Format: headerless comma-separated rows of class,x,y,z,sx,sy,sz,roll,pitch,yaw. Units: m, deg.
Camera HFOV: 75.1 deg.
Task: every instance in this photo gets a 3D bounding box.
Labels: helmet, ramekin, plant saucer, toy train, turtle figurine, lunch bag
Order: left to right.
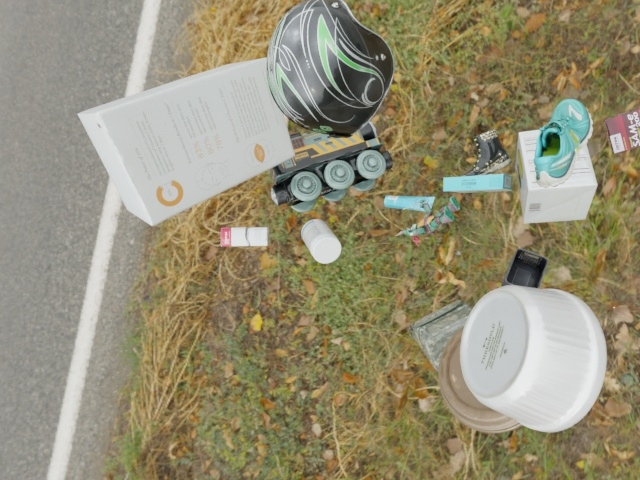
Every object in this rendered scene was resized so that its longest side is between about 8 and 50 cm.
helmet,0.003,-0.243,0.588,0.169,0.162,0.169,-38,39,39
toy train,0.017,-0.201,1.072,0.334,0.142,0.190,-20,81,-11
turtle figurine,0.393,-0.076,1.540,0.234,0.118,0.175,-26,34,46
lunch bag,0.573,0.409,1.871,0.305,0.256,0.212,-28,104,2
plant saucer,0.400,0.314,1.006,0.278,0.041,0.277,-33,40,33
ramekin,0.381,0.210,0.796,0.273,0.127,0.272,-163,90,-80

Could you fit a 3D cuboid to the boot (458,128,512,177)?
boot,0.713,-0.379,1.876,0.237,0.085,0.178,-22,98,22

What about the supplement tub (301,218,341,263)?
supplement tub,0.000,0.000,0.975,0.071,0.071,0.107,-57,28,14

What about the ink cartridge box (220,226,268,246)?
ink cartridge box,-0.245,-0.012,1.372,0.151,0.109,0.063,0,90,-5

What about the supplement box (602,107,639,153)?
supplement box,1.121,-0.396,1.419,0.240,0.073,0.130,-16,96,32

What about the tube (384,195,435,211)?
tube,0.378,-0.162,1.783,0.207,0.052,0.080,8,68,31

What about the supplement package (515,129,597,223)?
supplement package,0.802,-0.226,1.444,0.198,0.199,0.262,-3,57,19

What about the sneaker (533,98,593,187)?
sneaker,0.607,-0.264,1.049,0.107,0.110,0.275,1,56,47

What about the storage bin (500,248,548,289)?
storage bin,0.794,0.136,1.625,0.122,0.084,0.180,23,59,22

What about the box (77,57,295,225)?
box,-0.257,-0.213,0.853,0.168,0.345,0.214,20,134,48

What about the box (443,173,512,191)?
box,0.628,-0.227,1.672,0.244,0.101,0.060,4,93,44
